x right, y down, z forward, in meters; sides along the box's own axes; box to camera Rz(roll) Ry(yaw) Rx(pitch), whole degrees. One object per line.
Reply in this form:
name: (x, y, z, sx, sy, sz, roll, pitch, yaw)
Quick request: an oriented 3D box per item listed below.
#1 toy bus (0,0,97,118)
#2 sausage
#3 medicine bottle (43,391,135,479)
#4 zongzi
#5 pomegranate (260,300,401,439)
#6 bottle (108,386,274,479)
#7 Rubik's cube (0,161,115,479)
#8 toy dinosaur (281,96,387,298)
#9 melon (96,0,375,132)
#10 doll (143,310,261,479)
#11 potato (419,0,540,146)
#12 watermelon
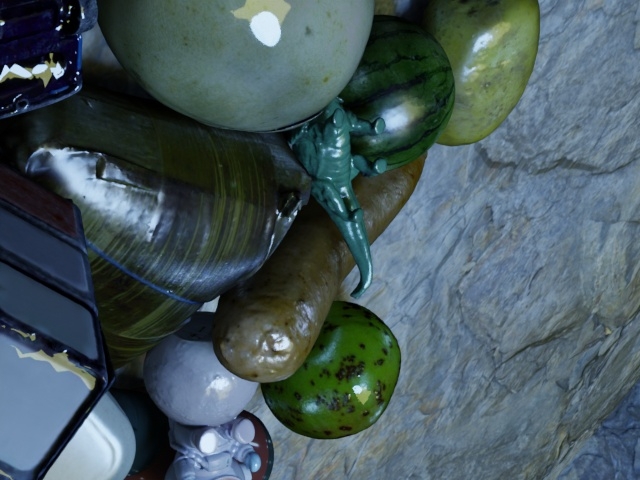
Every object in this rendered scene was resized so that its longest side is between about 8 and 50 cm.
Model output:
toy bus: (-0.282, -0.259, 1.115, 0.138, 0.175, 0.287, -23, 140, -36)
sausage: (-0.003, 0.000, 1.674, 0.501, 0.136, 0.123, -54, 140, -49)
medicine bottle: (-0.374, 0.154, 1.348, 0.282, 0.123, 0.375, -38, 113, -7)
zongzi: (-0.273, 0.017, 1.443, 0.403, 0.207, 0.432, 10, 133, -47)
pomegranate: (0.001, 0.167, 1.912, 0.211, 0.211, 0.263, -43, 123, -10)
bottle: (-0.202, 0.272, 1.813, 0.144, 0.144, 0.336, -52, 147, 5)
Rubik's cube: (-0.411, 0.084, 1.051, 0.362, 0.363, 0.358, 30, 100, -24)
toy dinosaur: (0.027, -0.079, 1.531, 0.079, 0.120, 0.292, -40, 107, -43)
melon: (-0.079, -0.241, 1.298, 0.268, 0.268, 0.330, -49, 157, 0)
doll: (-0.146, 0.233, 1.662, 0.151, 0.151, 0.287, -19, 120, -39)
potato: (0.195, -0.238, 1.747, 0.197, 0.149, 0.228, -51, 152, -23)
watermelon: (0.056, -0.173, 1.619, 0.215, 0.188, 0.188, -18, 143, -5)
